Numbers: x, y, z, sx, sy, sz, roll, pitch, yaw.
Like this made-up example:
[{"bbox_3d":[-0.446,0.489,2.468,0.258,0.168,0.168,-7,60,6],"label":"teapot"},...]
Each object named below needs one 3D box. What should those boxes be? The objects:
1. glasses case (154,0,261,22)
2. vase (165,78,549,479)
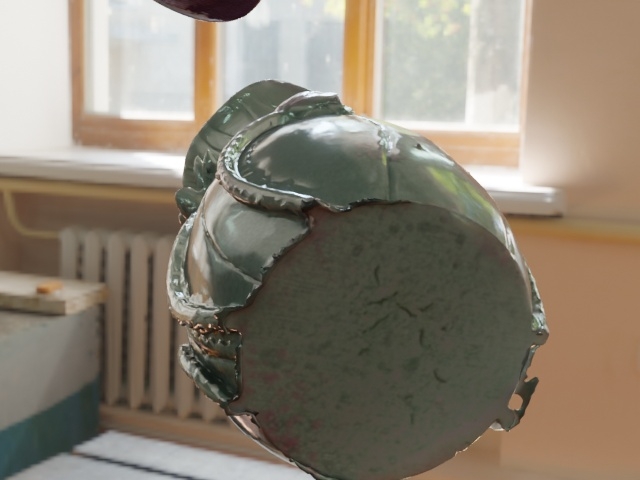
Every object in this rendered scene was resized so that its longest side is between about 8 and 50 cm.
[{"bbox_3d":[-0.047,-0.255,0.680,0.123,0.076,0.316,24,-34,-18],"label":"glasses case"},{"bbox_3d":[0.000,0.000,0.809,0.250,0.250,0.445,0,17,-12],"label":"vase"}]
